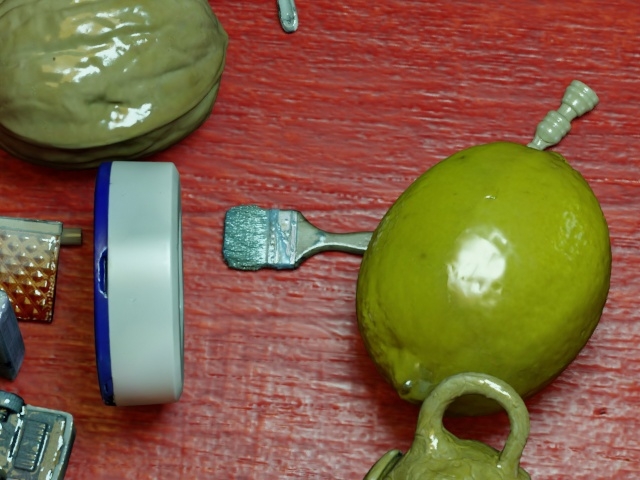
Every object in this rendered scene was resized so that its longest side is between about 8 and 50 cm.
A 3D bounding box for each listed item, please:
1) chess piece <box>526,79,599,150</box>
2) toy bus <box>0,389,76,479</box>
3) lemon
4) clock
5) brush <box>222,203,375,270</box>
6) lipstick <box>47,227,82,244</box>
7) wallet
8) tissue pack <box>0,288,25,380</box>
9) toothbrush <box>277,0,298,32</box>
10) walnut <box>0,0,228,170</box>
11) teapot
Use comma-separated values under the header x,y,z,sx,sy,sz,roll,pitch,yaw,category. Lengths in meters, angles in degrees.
x,y,z,sx,sy,sz,roll,pitch,yaw,category
0.243,-0.120,2.000,0.035,0.035,0.092,39,79,12,chess piece
-0.365,0.182,1.857,0.268,0.106,0.092,11,72,6,toy bus
0.154,0.036,1.843,0.263,0.236,0.236,-33,74,-4,lemon
-0.168,0.040,1.838,0.083,0.230,0.230,-1,71,0,clock
0.000,0.000,1.966,0.196,0.021,0.070,4,70,-1,brush
-0.286,-0.004,1.966,0.094,0.019,0.019,1,71,0,lipstick
-0.358,0.022,1.945,0.197,0.020,0.103,6,90,0,wallet
-0.344,0.078,1.866,0.112,0.156,0.051,17,68,6,tissue pack
-0.055,-0.342,2.077,0.022,0.026,0.263,-12,71,3,toothbrush
-0.217,-0.174,1.918,0.261,0.225,0.225,-12,72,-7,walnut
0.088,0.252,1.773,0.167,0.203,0.311,25,112,13,teapot
